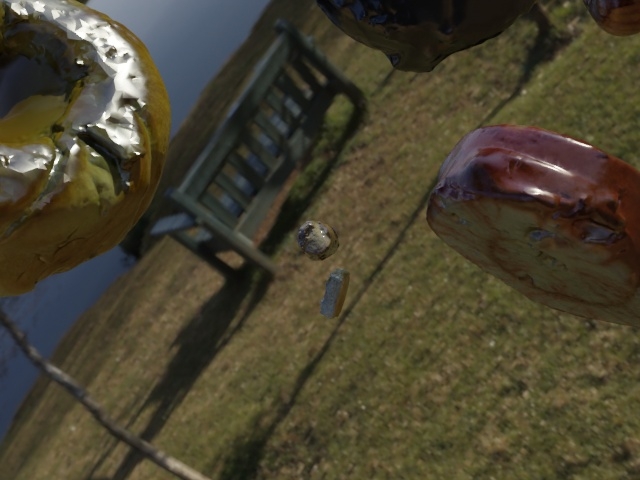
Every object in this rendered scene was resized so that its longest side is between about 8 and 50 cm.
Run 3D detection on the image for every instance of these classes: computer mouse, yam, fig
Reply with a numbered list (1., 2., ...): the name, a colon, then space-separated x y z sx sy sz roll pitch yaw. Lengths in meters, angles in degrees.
1. computer mouse: 0.059 -0.276 0.630 0.116 0.183 0.323 130 133 -66
2. yam: 0.000 0.000 1.283 0.056 0.057 0.241 -52 -5 2
3. fig: 0.488 -0.402 1.367 0.207 0.175 0.175 -24 28 8

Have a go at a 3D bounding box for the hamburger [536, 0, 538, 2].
1. hamburger: 0.290 -0.507 1.478 0.209 0.162 0.330 -38 32 9

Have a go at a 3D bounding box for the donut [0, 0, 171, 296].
1. donut: -0.336 -0.115 0.930 0.170 0.360 0.360 120 170 -51

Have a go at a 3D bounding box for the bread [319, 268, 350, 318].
1. bread: 0.024 0.081 1.470 0.083 0.035 0.070 -43 -33 -73

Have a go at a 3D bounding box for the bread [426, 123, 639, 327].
1. bread: 0.283 -0.007 1.077 0.114 0.328 0.295 -64 14 -13
